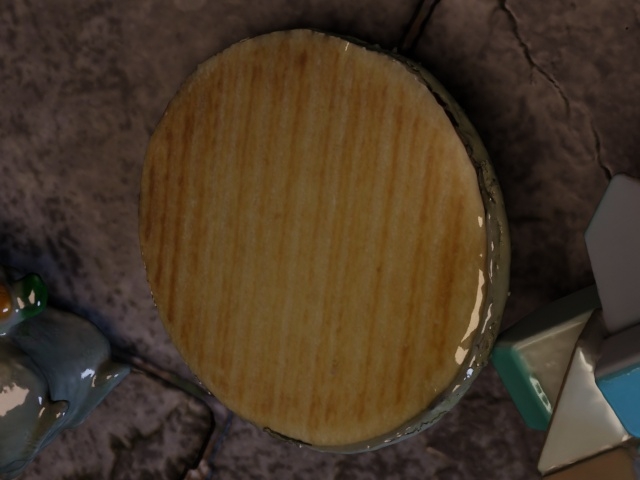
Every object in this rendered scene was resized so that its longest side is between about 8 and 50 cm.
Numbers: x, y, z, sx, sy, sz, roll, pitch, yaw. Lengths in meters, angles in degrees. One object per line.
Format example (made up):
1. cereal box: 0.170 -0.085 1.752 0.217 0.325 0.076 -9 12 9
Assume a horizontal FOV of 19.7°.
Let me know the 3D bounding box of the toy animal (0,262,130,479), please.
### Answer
1. toy animal: -0.254 0.037 1.203 0.127 0.125 0.251 -44 87 -3

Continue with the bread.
1. bread: 0.000 0.000 1.110 0.267 0.040 0.267 5 100 34

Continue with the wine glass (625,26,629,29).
1. wine glass: 0.011 -0.213 0.952 0.309 0.264 0.096 -3 135 17

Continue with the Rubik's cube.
1. Rubik's cube: 0.212 0.090 1.028 0.213 0.224 0.265 -24 107 29
